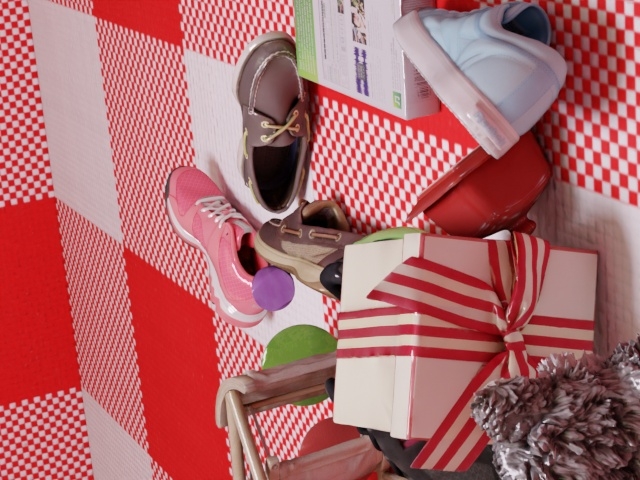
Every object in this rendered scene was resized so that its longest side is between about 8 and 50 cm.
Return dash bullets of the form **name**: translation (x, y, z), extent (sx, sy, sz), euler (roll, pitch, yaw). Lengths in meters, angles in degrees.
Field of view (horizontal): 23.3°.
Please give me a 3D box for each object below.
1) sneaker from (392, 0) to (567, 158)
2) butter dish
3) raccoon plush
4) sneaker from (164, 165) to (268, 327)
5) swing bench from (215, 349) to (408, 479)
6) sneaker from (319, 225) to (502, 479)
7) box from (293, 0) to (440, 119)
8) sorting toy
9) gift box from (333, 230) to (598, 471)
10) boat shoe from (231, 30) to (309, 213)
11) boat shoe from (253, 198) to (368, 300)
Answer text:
- **sneaker**: translation (0.194, -0.209, 1.763), extent (0.135, 0.150, 0.366), euler (47, -172, -27)
- **butter dish**: translation (0.202, -0.051, 1.790), extent (0.118, 0.160, 0.160), euler (51, 154, 2)
- **raccoon plush**: translation (0.329, 0.130, 1.375), extent (0.216, 0.299, 0.446), euler (68, 155, 20)
- **sneaker**: translation (-0.155, -0.013, 2.648), extent (0.314, 0.116, 0.136), euler (61, 142, 18)
- **swing bench**: translation (-0.002, 0.284, 2.246), extent (0.165, 0.253, 0.254), euler (-6, 96, 66)
- **sneaker**: translation (0.113, 0.228, 2.023), extent (0.185, 0.202, 0.482), euler (-38, 67, 65)
- **box**: translation (0.053, -0.307, 2.072), extent (0.322, 0.058, 0.232), euler (31, 129, 57)
- **sorting toy**: translation (-0.019, 0.203, 2.410), extent (0.126, 0.127, 0.365), euler (-105, -6, -81)
- **gift box**: translation (0.148, 0.123, 1.753), extent (0.258, 0.276, 0.255), euler (173, 97, -67)
- **boat shoe**: translation (-0.068, -0.172, 2.324), extent (0.324, 0.117, 0.096), euler (98, 154, -50)
- **boat shoe**: translation (0.000, 0.000, 2.303), extent (0.123, 0.123, 0.342), euler (-67, 20, 4)
